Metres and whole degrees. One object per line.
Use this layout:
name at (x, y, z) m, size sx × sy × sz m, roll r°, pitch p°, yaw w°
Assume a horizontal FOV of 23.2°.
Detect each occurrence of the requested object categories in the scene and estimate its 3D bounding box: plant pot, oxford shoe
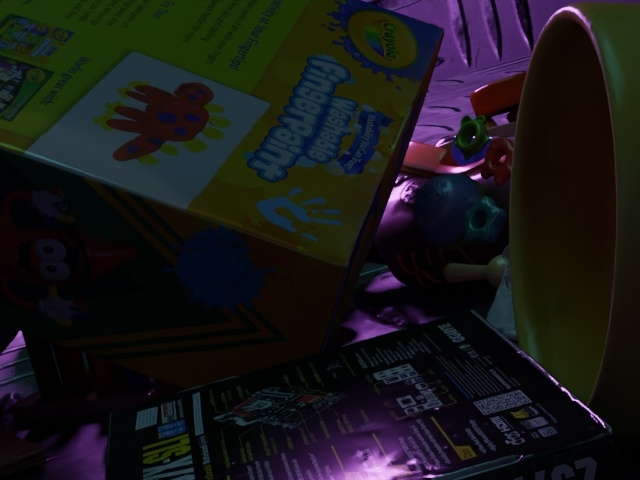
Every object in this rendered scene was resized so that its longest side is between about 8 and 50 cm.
plant pot at (0.253, -0.010, 0.919) m, size 0.239 × 0.254 × 0.254 m, roll 0°, pitch 8°, yaw -7°
oxford shoe at (0.138, 0.002, 1.436) m, size 0.133 × 0.130 × 0.364 m, roll -47°, pitch 23°, yaw -13°

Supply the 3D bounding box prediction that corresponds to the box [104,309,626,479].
box at (0.009, 0.134, 0.890) m, size 0.257 × 0.079 × 0.322 m, roll -17°, pitch 10°, yaw -5°

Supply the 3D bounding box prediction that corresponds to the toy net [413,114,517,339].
toy net at (0.151, -0.004, 1.288) m, size 0.045 × 0.122 × 0.232 m, roll 25°, pitch 21°, yaw -37°

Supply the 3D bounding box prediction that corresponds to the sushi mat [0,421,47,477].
sushi mat at (-0.379, 0.209, 1.209) m, size 0.316 × 0.019 × 0.151 m, roll -19°, pitch 12°, yaw -22°

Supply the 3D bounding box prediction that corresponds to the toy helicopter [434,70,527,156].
toy helicopter at (0.108, -0.066, 1.794) m, size 0.235 × 0.140 × 0.355 m, roll -19°, pitch -2°, yaw -32°

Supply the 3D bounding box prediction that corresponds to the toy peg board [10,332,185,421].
toy peg board at (-0.176, 0.093, 1.394) m, size 0.161 × 0.079 × 0.161 m, roll -8°, pitch 12°, yaw 34°

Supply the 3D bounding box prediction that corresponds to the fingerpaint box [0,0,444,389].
fingerpaint box at (-0.123, -0.084, 1.292) m, size 0.371 × 0.163 × 0.445 m, roll 18°, pitch 32°, yaw 3°

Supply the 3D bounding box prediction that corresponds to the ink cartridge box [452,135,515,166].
ink cartridge box at (0.246, -0.081, 1.568) m, size 0.207 × 0.046 × 0.097 m, roll 0°, pitch 5°, yaw -19°

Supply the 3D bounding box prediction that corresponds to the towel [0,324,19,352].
towel at (-0.347, 0.082, 1.354) m, size 0.284 × 0.121 × 0.235 m, roll -38°, pitch 0°, yaw 36°
